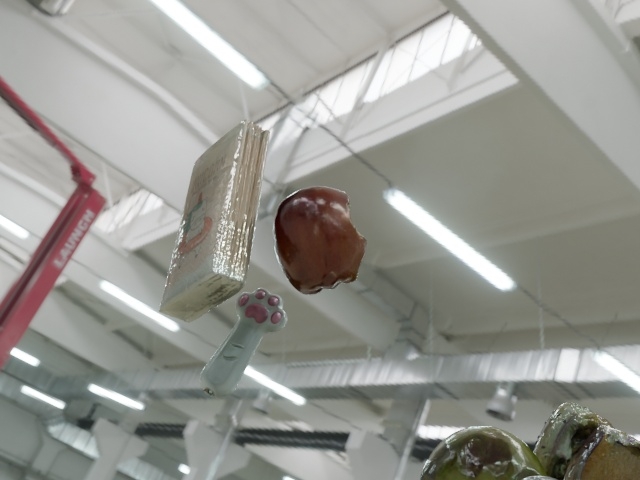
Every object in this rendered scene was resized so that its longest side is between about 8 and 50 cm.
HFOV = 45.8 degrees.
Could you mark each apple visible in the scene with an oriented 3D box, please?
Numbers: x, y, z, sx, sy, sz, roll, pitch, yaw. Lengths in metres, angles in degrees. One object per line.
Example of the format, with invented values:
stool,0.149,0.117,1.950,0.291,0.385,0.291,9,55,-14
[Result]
apple,-0.005,0.003,1.201,0.147,0.158,0.156,6,-22,-36

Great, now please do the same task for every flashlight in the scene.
flashlight,-0.131,0.168,1.251,0.093,0.200,0.047,27,-22,13

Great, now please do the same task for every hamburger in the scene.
hamburger,0.560,0.500,1.528,0.318,0.276,0.195,38,-10,-29

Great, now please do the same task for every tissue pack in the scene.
tissue pack,-0.172,-0.038,1.259,0.071,0.325,0.170,29,-42,-29

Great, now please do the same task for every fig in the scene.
fig,0.303,0.458,1.367,0.240,0.239,0.271,9,-7,29

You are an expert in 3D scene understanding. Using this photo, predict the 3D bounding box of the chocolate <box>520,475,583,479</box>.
chocolate,0.240,0.275,0.766,0.072,0.072,0.167,25,-19,-2
